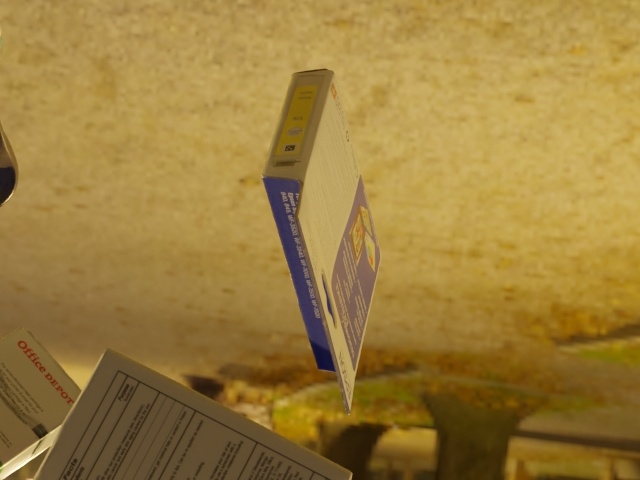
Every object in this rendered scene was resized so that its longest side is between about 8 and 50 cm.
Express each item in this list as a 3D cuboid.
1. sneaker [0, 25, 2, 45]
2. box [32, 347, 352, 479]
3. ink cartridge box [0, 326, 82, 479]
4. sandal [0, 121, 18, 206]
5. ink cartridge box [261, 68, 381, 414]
[{"bbox_3d":[-0.350,-0.179,1.284,0.107,0.110,0.275,-12,-178,-21],"label":"sneaker"},{"bbox_3d":[-0.106,0.213,1.169,0.232,0.148,0.127,26,168,7],"label":"box"},{"bbox_3d":[-0.442,0.235,1.882,0.208,0.153,0.087,-34,168,-42],"label":"ink cartridge box"},{"bbox_3d":[-0.284,-0.089,1.030,0.090,0.060,0.219,-27,136,-8],"label":"sandal"},{"bbox_3d":[0.000,0.000,1.692,0.072,0.307,0.303,-3,127,16],"label":"ink cartridge box"}]
